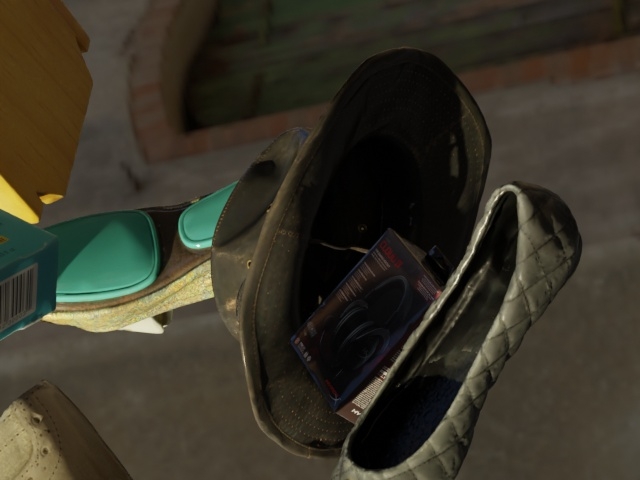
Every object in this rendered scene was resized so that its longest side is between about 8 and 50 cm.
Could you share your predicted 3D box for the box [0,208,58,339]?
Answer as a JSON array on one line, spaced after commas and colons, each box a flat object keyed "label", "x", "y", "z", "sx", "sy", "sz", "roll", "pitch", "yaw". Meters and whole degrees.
[{"label": "box", "x": -0.296, "y": -0.005, "z": 1.055, "sx": 0.100, "sy": 0.244, "sz": 0.060, "roll": -35, "pitch": -39, "yaw": -49}]

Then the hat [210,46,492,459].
[{"label": "hat", "x": 0.000, "y": 0.000, "z": 1.283, "sx": 0.331, "sy": 0.134, "sz": 0.331, "roll": -26, "pitch": -55, "yaw": -46}]

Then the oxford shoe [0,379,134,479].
[{"label": "oxford shoe", "x": -0.220, "y": 0.155, "z": 0.680, "sx": 0.130, "sy": 0.348, "sz": 0.123, "roll": 66, "pitch": -164, "yaw": -7}]

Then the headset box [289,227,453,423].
[{"label": "headset box", "x": 0.032, "y": 0.039, "z": 0.753, "sx": 0.032, "sy": 0.083, "sz": 0.062, "roll": 33, "pitch": -167, "yaw": -36}]

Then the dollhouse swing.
[{"label": "dollhouse swing", "x": -0.466, "y": -0.159, "z": 1.691, "sx": 0.315, "sy": 0.305, "sz": 0.347, "roll": 53, "pitch": -157, "yaw": -32}]

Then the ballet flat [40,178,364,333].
[{"label": "ballet flat", "x": -0.124, "y": 0.022, "z": 1.436, "sx": 0.123, "sy": 0.348, "sz": 0.123, "roll": -18, "pitch": -90, "yaw": -84}]

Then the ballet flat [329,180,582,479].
[{"label": "ballet flat", "x": 0.044, "y": 0.052, "z": 0.650, "sx": 0.049, "sy": 0.057, "sz": 0.173, "roll": 33, "pitch": -91, "yaw": -40}]
